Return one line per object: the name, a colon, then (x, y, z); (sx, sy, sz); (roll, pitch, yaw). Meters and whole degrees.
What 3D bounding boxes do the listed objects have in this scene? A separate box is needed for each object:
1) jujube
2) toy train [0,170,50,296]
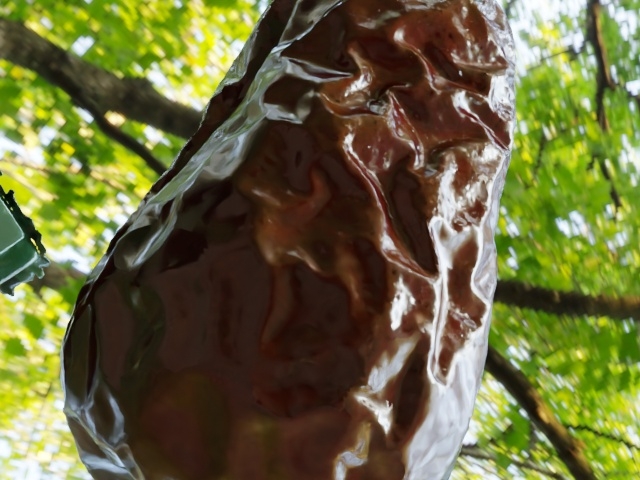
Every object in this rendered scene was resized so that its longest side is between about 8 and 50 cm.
jujube: (0.000, 0.000, 0.807); (0.216, 0.216, 0.342); (13, -121, 18)
toy train: (-0.292, -0.030, 0.865); (0.188, 0.159, 0.271); (-27, -83, 41)
